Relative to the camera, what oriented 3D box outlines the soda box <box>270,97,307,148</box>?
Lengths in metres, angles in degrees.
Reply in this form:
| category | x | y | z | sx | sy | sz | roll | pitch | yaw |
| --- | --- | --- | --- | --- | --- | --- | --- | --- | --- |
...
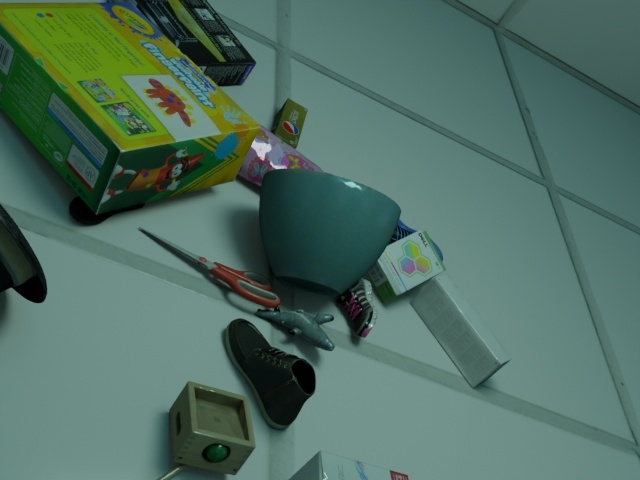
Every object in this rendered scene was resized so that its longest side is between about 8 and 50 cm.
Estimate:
| category | x | y | z | sx | sy | sz | roll | pitch | yaw |
| --- | --- | --- | --- | --- | --- | --- | --- | --- | --- |
| soda box | -0.083 | -0.272 | 2.101 | 0.061 | 0.058 | 0.181 | 29 | 36 | -13 |

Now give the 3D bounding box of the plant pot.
| category | x | y | z | sx | sy | sz | roll | pitch | yaw |
| --- | --- | --- | --- | --- | --- | --- | --- | --- | --- |
| plant pot | 0.000 | 0.000 | 1.732 | 0.290 | 0.290 | 0.195 | 20 | 76 | -25 |

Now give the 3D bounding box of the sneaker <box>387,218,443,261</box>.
| category | x | y | z | sx | sy | sz | roll | pitch | yaw |
| --- | --- | --- | --- | --- | --- | --- | --- | --- | --- |
| sneaker | 0.182 | 0.004 | 2.030 | 0.232 | 0.081 | 0.090 | 38 | 49 | -2 |

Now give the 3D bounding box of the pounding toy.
| category | x | y | z | sx | sy | sz | roll | pitch | yaw |
| --- | --- | --- | --- | --- | --- | --- | --- | --- | --- |
| pounding toy | -0.185 | 0.314 | 1.353 | 0.130 | 0.100 | 0.141 | 21 | 29 | -25 |

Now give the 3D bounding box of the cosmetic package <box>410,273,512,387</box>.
| category | x | y | z | sx | sy | sz | roll | pitch | yaw |
| --- | --- | --- | --- | --- | --- | --- | --- | --- | --- |
| cosmetic package | 0.311 | 0.197 | 1.906 | 0.060 | 0.099 | 0.239 | -12 | 60 | -47 |

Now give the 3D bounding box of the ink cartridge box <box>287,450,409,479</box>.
| category | x | y | z | sx | sy | sz | roll | pitch | yaw |
| --- | --- | --- | --- | --- | --- | --- | --- | --- | --- |
| ink cartridge box | 0.042 | 0.437 | 1.375 | 0.176 | 0.128 | 0.127 | 22 | 39 | -24 |

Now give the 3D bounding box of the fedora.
| category | x | y | z | sx | sy | sz | roll | pitch | yaw |
| --- | --- | --- | --- | --- | --- | --- | --- | --- | --- |
| fedora | -0.547 | -0.001 | 1.233 | 0.334 | 0.334 | 0.152 | 43 | 65 | 5 |

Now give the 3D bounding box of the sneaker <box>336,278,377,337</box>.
| category | x | y | z | sx | sy | sz | roll | pitch | yaw |
| --- | --- | --- | --- | --- | --- | --- | --- | --- | --- |
| sneaker | 0.070 | 0.133 | 1.793 | 0.074 | 0.063 | 0.170 | 24 | 33 | -21 |

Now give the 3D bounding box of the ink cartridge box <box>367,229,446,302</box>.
| category | x | y | z | sx | sy | sz | roll | pitch | yaw |
| --- | --- | --- | --- | --- | --- | --- | --- | --- | --- |
| ink cartridge box | 0.204 | 0.048 | 1.937 | 0.209 | 0.062 | 0.109 | -24 | 82 | -34 |

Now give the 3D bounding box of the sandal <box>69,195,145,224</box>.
| category | x | y | z | sx | sy | sz | roll | pitch | yaw |
| --- | --- | --- | --- | --- | --- | --- | --- | --- | --- |
| sandal | -0.398 | -0.076 | 1.618 | 0.067 | 0.040 | 0.179 | 49 | 36 | 13 |

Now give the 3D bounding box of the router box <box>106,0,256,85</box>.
| category | x | y | z | sx | sy | sz | roll | pitch | yaw |
| --- | --- | --- | --- | --- | --- | --- | --- | --- | --- |
| router box | -0.340 | -0.510 | 2.111 | 0.243 | 0.081 | 0.309 | -15 | 61 | -49 |

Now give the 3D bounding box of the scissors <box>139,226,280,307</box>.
| category | x | y | z | sx | sy | sz | roll | pitch | yaw |
| --- | --- | --- | --- | --- | --- | --- | --- | --- | --- |
| scissors | -0.210 | 0.051 | 1.642 | 0.297 | 0.021 | 0.109 | 26 | 21 | -19 |

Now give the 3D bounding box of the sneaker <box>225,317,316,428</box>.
| category | x | y | z | sx | sy | sz | roll | pitch | yaw |
| --- | --- | --- | --- | --- | --- | --- | --- | --- | --- |
| sneaker | -0.082 | 0.209 | 1.522 | 0.083 | 0.118 | 0.222 | -6 | 55 | -45 |

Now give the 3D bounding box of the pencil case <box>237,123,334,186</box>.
| category | x | y | z | sx | sy | sz | roll | pitch | yaw |
| --- | --- | --- | --- | --- | --- | --- | --- | --- | --- |
| pencil case | -0.103 | -0.166 | 1.922 | 0.284 | 0.124 | 0.124 | 32 | 36 | -12 |

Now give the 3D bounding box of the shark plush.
| category | x | y | z | sx | sy | sz | roll | pitch | yaw |
| --- | --- | --- | --- | --- | --- | --- | --- | --- | --- |
| shark plush | -0.042 | 0.160 | 1.651 | 0.161 | 0.073 | 0.067 | 32 | 29 | -4 |

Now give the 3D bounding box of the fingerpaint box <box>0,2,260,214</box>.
| category | x | y | z | sx | sy | sz | roll | pitch | yaw |
| --- | --- | --- | --- | --- | --- | --- | --- | --- | --- |
| fingerpaint box | -0.406 | -0.279 | 1.701 | 0.445 | 0.163 | 0.371 | 44 | 35 | 19 |
